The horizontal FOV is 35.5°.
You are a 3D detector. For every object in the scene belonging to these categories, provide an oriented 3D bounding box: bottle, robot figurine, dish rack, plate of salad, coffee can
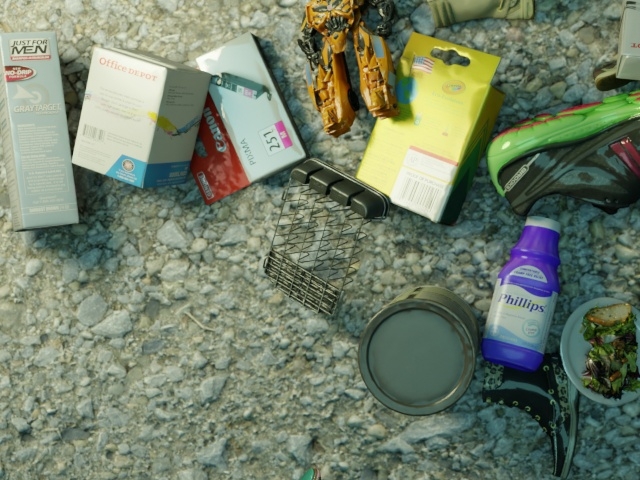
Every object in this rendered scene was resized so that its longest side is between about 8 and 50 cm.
[{"bbox_3d":[0.382,0.097,1.854,0.118,0.092,0.282,14,80,15],"label":"bottle"},{"bbox_3d":[0.052,-0.354,1.891,0.211,0.085,0.291,-18,75,26],"label":"robot figurine"},{"bbox_3d":[0.000,0.000,1.922,0.208,0.074,0.271,31,117,29],"label":"dish rack"},{"bbox_3d":[0.539,0.202,1.844,0.200,0.048,0.199,3,79,-13],"label":"plate of salad"},{"bbox_3d":[0.188,0.192,1.825,0.202,0.275,0.201,1,93,11],"label":"coffee can"}]

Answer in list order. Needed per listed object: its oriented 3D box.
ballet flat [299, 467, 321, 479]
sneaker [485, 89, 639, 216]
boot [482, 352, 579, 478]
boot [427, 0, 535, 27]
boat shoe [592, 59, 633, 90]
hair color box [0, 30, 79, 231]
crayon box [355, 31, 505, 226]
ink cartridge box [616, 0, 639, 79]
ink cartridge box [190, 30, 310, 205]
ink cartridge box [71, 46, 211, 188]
[{"bbox_3d":[-0.045,0.550,1.995,0.079,0.077,0.221,33,103,-11],"label":"ballet flat"},{"bbox_3d":[0.550,-0.157,1.813,0.483,0.185,0.202,-11,104,17],"label":"sneaker"},{"bbox_3d":[0.394,0.321,1.886,0.179,0.085,0.236,3,81,12],"label":"boot"},{"bbox_3d":[0.281,-0.509,1.820,0.204,0.095,0.262,-4,136,14],"label":"boot"},{"bbox_3d":[0.577,-0.322,1.842,0.152,0.056,0.049,-14,57,4],"label":"boat shoe"},{"bbox_3d":[-0.567,-0.210,1.982,0.114,0.185,0.374,-8,92,-23],"label":"hair color box"},{"bbox_3d":[0.210,-0.209,1.871,0.202,0.081,0.318,25,98,31],"label":"crayon box"},{"bbox_3d":[0.611,-0.386,1.781,0.148,0.086,0.203,8,70,10],"label":"ink cartridge box"},{"bbox_3d":[-0.184,-0.239,1.988,0.239,0.060,0.275,-25,88,9],"label":"ink cartridge box"},{"bbox_3d":[-0.344,-0.239,1.935,0.171,0.168,0.232,21,104,21],"label":"ink cartridge box"}]
